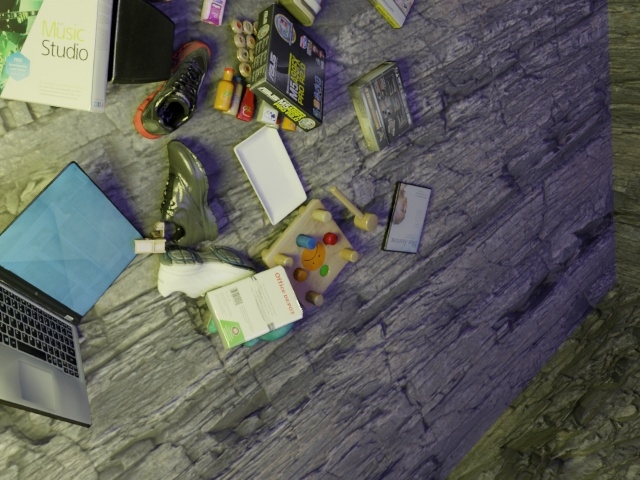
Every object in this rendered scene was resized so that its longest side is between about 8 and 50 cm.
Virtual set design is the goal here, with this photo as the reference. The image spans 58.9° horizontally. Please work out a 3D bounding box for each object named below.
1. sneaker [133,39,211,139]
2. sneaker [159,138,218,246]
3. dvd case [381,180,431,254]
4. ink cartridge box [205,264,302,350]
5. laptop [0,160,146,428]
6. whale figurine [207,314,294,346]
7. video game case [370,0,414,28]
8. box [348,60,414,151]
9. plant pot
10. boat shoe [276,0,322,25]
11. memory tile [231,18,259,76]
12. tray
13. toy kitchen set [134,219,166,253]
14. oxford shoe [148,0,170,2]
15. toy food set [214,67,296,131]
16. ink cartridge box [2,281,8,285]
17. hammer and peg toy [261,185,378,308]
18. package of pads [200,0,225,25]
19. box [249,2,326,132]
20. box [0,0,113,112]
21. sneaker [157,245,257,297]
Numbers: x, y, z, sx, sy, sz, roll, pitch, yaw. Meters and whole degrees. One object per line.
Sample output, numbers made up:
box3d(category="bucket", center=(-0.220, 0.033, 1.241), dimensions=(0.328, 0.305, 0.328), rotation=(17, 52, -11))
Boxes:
box3d(category="sneaker", center=(-0.329, -0.358, 1.345), dimensions=(0.097, 0.135, 0.276), rotation=(39, 76, -39))
box3d(category="sneaker", center=(-0.348, -0.110, 1.431), dimensions=(0.130, 0.109, 0.286), rotation=(-23, 116, -27))
box3d(category="dvd case", center=(0.313, -0.078, 2.053), dimensions=(0.180, 0.022, 0.253), rotation=(5, 100, -41))
box3d(category="ink cartridge box", center=(-0.181, 0.183, 1.541), dimensions=(0.219, 0.092, 0.160), rotation=(-20, 81, -20))
box3d(category="laptop", center=(-0.504, 0.130, 1.187), dimensions=(0.236, 0.408, 0.382), rotation=(-21, 154, -2))
box3d(category="whale figurine", center=(-0.188, 0.215, 1.640), dimensions=(0.272, 0.141, 0.216), rotation=(2, 103, -38))
box3d(category="video game case", center=(0.225, -0.840, 1.731), dimensions=(0.248, 0.035, 0.275), rotation=(30, 84, -42))
box3d(category="box", center=(0.201, -0.431, 1.824), dimensions=(0.183, 0.056, 0.231), rotation=(-39, 125, -24))
box3d(category="plant pot", center=(-0.422, -0.427, 1.221), dimensions=(0.167, 0.188, 0.187), rotation=(-6, 108, -52))
box3d(category="boat shoe", center=(-0.100, -0.692, 1.458), dimensions=(0.302, 0.113, 0.103), rotation=(36, 78, -52))
box3d(category="memory tile", center=(-0.177, -0.498, 1.470), dimensions=(0.113, 0.012, 0.148), rotation=(-16, 97, -51))
box3d(category="tray", center=(-0.144, -0.190, 1.625), dimensions=(0.145, 0.030, 0.270), rotation=(-41, 126, -24))
box3d(category="toy kitchen set", center=(-0.428, -0.013, 1.407), dimensions=(0.075, 0.083, 0.068), rotation=(-2, 106, -28))
box3d(category="oxford shoe", center=(-0.296, -0.681, 1.291), dimensions=(0.130, 0.132, 0.364), rotation=(46, 55, -32))
box3d(category="toy food set", center=(-0.166, -0.366, 1.489), dimensions=(0.232, 0.111, 0.105), rotation=(11, 94, -26))
box3d(category="ink cartridge box", center=(-0.700, 0.110, 1.187), dimensions=(0.067, 0.115, 0.198), rotation=(6, 99, -40))
box3d(category="hammer and peg toy", center=(0.000, 0.000, 1.743), dimensions=(0.361, 0.127, 0.266), rotation=(-51, 128, -17))
box3d(category="package of pads", center=(-0.264, -0.578, 1.398), dimensions=(0.050, 0.032, 0.083), rotation=(8, 98, -39))
box3d(category="box", center=(-0.078, -0.451, 1.491), dimensions=(0.216, 0.060, 0.270), rotation=(31, 51, -42))
box3d(category="box", center=(-0.526, -0.427, 1.105), dimensions=(0.058, 0.232, 0.322), rotation=(-34, 133, -76))
box3d(category="sneaker", center=(-0.311, 0.089, 1.540), dimensions=(0.297, 0.111, 0.129), rotation=(4, 118, -39))
